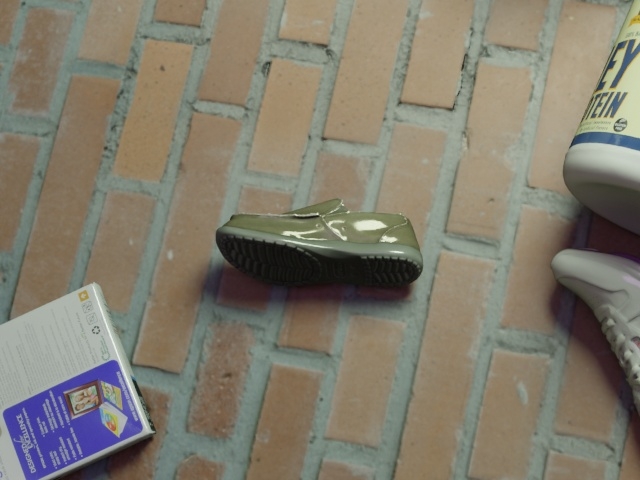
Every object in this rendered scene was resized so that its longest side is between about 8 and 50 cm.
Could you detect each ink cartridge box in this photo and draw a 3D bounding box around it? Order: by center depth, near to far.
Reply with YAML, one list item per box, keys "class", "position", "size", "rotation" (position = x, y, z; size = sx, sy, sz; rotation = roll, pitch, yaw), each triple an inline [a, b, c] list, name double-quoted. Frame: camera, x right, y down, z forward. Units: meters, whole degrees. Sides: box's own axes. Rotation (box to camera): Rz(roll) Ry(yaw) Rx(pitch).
- class: "ink cartridge box"
  position: [-0.331, 0.185, 1.755]
  size: [0.208, 0.045, 0.206]
  rotation: [-24, 74, 2]

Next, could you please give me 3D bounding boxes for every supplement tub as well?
- class: "supplement tub"
  position: [0.436, -0.169, 1.615]
  size: [0.235, 0.235, 0.324]
  rotation: [22, 81, 14]

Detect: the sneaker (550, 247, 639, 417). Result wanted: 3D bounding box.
- class: "sneaker"
  position: [0.376, 0.122, 1.617]
  size: [0.305, 0.114, 0.152]
  rotation: [36, 84, 15]

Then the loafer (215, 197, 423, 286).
- class: "loafer"
  position: [0.000, 0.000, 1.732]
  size: [0.251, 0.094, 0.087]
  rotation: [7, 53, 2]
